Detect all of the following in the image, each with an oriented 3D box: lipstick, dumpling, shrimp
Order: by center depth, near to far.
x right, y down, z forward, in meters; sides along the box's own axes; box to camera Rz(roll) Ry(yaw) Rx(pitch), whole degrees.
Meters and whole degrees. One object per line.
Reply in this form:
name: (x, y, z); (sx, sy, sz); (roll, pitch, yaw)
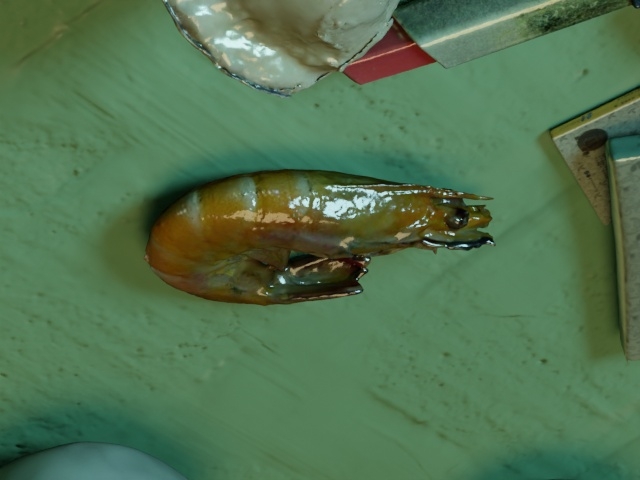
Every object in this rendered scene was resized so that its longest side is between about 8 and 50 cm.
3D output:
dumpling: (-0.017, -0.204, 1.056); (0.172, 0.142, 0.247); (13, 103, -28)
lipstick: (0.153, -0.158, 1.219); (0.312, 0.051, 0.051); (-19, 141, 7)
shrimp: (0.000, 0.000, 1.348); (0.248, 0.068, 0.150); (-4, 151, -5)

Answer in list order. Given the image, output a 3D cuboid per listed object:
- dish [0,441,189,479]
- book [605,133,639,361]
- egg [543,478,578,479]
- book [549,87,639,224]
dish: (-0.193, 0.246, 1.522); (0.256, 0.117, 0.256); (-9, 140, -7)
book: (0.404, -0.016, 1.415); (0.379, 0.031, 0.264); (-9, 143, 6)
egg: (0.224, 0.284, 1.667); (0.209, 0.151, 0.151); (13, 132, -33)
book: (0.260, -0.080, 1.369); (0.172, 0.012, 0.118); (-26, 139, 13)
